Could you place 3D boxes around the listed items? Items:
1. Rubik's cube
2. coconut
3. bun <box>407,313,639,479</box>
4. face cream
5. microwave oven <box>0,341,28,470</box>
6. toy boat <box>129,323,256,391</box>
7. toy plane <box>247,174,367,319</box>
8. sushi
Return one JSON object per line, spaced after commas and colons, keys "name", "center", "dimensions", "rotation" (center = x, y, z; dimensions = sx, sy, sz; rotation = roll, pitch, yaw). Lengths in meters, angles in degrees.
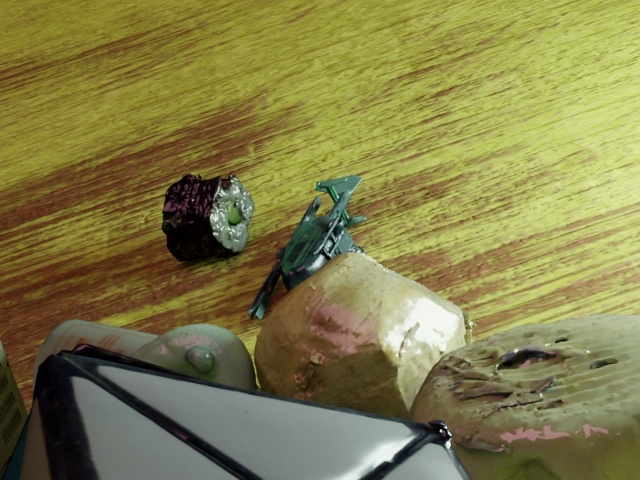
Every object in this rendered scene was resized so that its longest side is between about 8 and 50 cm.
{"name": "Rubik's cube", "center": [-0.063, 0.279, 0.952], "dimensions": [0.307, 0.305, 0.310], "rotation": [14, 24, -23]}
{"name": "coconut", "center": [0.031, 0.108, 1.411], "dimensions": [0.194, 0.194, 0.194], "rotation": [-14, 30, 8]}
{"name": "bun", "center": [0.194, 0.157, 1.256], "dimensions": [0.272, 0.168, 0.273], "rotation": [-10, 19, 3]}
{"name": "face cream", "center": [-0.146, 0.141, 1.524], "dimensions": [0.251, 0.101, 0.101], "rotation": [9, 39, 31]}
{"name": "microwave oven", "center": [-0.428, 0.163, 1.559], "dimensions": [0.240, 0.194, 0.145], "rotation": [-10, 26, 14]}
{"name": "toy boat", "center": [-0.141, 0.163, 1.418], "dimensions": [0.134, 0.079, 0.208], "rotation": [40, 85, 18]}
{"name": "toy plane", "center": [0.000, 0.000, 1.729], "dimensions": [0.096, 0.060, 0.235], "rotation": [-13, 32, 35]}
{"name": "sushi", "center": [-0.124, -0.023, 1.811], "dimensions": [0.084, 0.098, 0.094], "rotation": [-6, 51, 27]}
